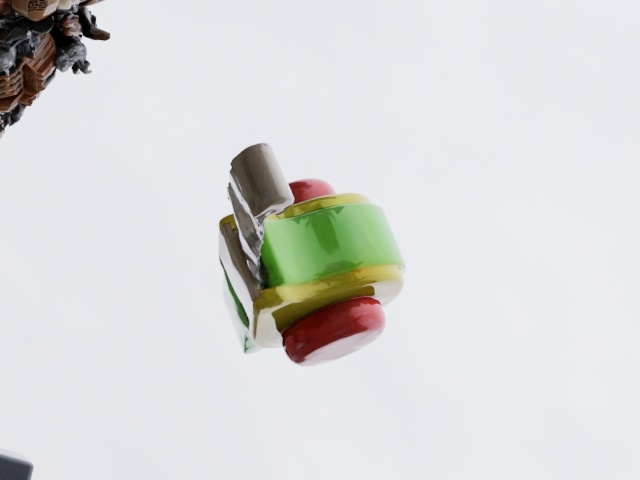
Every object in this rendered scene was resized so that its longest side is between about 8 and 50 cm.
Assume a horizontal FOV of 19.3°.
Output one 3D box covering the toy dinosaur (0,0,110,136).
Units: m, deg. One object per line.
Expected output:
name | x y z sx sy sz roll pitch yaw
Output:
toy dinosaur | -0.191 -0.199 1.335 0.164 0.218 0.322 48 -46 -4

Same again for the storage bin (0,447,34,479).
storage bin | -0.331 0.232 1.741 0.135 0.091 0.098 18 -2 -21

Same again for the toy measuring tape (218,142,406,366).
toy measuring tape | 0.000 0.000 1.149 0.121 0.121 0.330 44 -15 10
